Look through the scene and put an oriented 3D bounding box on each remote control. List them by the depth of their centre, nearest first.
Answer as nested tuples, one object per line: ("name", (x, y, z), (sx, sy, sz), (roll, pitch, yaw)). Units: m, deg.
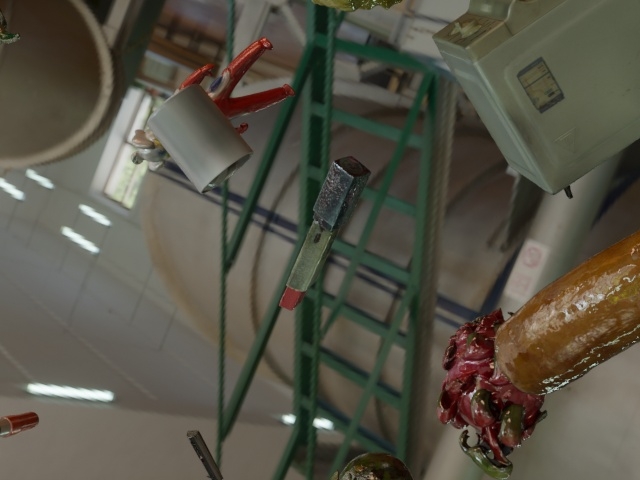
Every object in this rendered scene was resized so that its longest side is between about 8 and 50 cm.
("remote control", (-0.182, 0.337, 1.445), (0.034, 0.091, 0.016), (-15, -165, 44))

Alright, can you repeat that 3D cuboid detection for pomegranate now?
("pomegranate", (0.077, 0.416, 1.539), (0.169, 0.148, 0.148), (32, 177, -40))

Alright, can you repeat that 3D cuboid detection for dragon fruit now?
("dragon fruit", (0.277, 0.234, 1.499), (0.198, 0.218, 0.273), (50, -156, 0))

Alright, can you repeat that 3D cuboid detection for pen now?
("pen", (-0.438, 0.247, 1.183), (0.028, 0.028, 0.239), (23, -175, 17))

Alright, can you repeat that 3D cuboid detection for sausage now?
("sausage", (0.281, 0.074, 0.944), (0.109, 0.270, 0.109), (23, -135, -26))

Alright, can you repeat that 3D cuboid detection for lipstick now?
("lipstick", (0.000, 0.000, 1.566), (0.051, 0.312, 0.051), (40, -143, 23))

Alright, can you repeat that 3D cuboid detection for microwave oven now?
("microwave oven", (0.385, -0.282, 1.339), (0.286, 0.355, 0.218), (54, -176, -19))

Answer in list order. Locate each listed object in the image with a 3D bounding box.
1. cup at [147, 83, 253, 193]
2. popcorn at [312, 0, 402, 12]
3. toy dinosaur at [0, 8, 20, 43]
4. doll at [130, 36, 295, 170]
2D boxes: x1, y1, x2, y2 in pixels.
("cup", (-0.176, -0.142, 1.354), (0.133, 0.099, 0.136), (51, 165, 0))
("popcorn", (0.060, -0.457, 1.375), (0.225, 0.249, 0.249), (41, -168, 24))
("toy dinosaur", (-0.524, -0.397, 1.461), (0.447, 0.301, 0.087), (9, 161, 43))
("doll", (-0.245, -0.278, 2.000), (0.188, 0.384, 0.099), (59, 175, -37))
